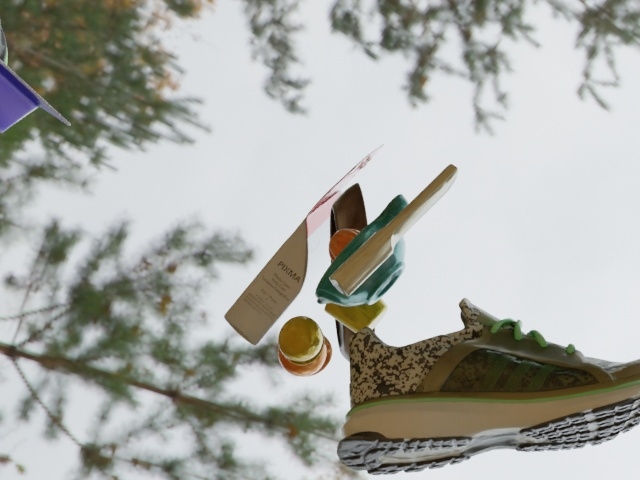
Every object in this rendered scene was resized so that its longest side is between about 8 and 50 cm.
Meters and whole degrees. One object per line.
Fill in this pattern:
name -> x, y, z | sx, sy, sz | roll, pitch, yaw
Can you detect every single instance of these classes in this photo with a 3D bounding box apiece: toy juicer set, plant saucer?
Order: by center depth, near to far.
toy juicer set -> 0.023, 0.042, 1.259 | 0.209, 0.089, 0.329 | -38, 164, -33
plant saucer -> 0.048, 0.062, 1.751 | 0.310, 0.050, 0.310 | 177, -90, -87

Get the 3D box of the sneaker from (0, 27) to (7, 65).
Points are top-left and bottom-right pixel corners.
sneaker -> -0.436, -0.335, 1.238 | 0.202, 0.185, 0.482 | 80, 16, -67

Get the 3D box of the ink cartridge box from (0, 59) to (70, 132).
ink cartridge box -> -0.307, -0.167, 0.802 | 0.208, 0.206, 0.045 | 35, -99, 38

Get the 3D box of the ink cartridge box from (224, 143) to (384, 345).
ink cartridge box -> 0.000, 0.000, 2.070 | 0.385, 0.091, 0.308 | -48, 179, 18

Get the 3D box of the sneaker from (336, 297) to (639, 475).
sneaker -> 0.211, 0.137, 1.210 | 0.158, 0.410, 0.182 | 94, -12, -64
